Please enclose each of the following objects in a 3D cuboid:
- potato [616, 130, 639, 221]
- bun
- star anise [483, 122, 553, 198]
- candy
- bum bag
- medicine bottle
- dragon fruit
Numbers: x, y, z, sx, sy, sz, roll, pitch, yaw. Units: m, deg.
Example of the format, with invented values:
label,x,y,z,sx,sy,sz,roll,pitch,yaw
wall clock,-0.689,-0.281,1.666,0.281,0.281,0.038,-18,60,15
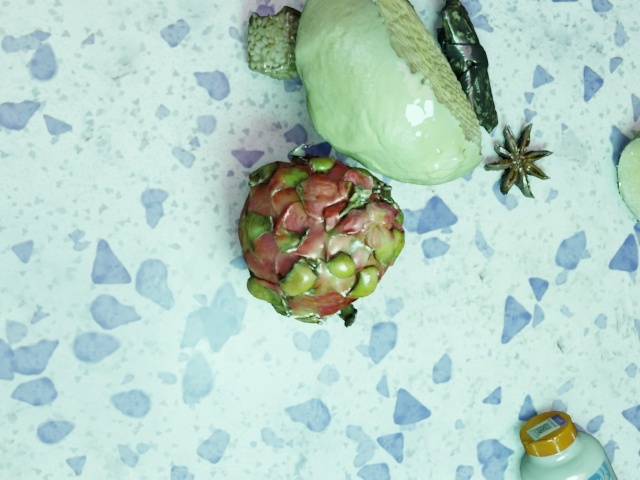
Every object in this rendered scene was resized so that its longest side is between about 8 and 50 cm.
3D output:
label,x,y,z,sx,sy,sz,roll,pitch,yaw
potato,0.641,-0.131,1.539,0.202,0.182,0.117,61,35,-19
bun,0.087,-0.224,1.266,0.202,0.364,0.364,-33,105,19
star anise,0.349,-0.137,1.488,0.141,0.042,0.141,-1,92,-17
candy,-0.067,-0.311,1.327,0.085,0.095,0.110,-4,95,-55
bum bag,0.250,-0.296,1.421,0.069,0.102,0.248,-19,100,16
medicine bottle,0.459,0.452,1.515,0.157,0.157,0.289,-30,103,-12
dragon fruit,0.000,0.000,1.270,0.250,0.291,0.269,13,93,-23
